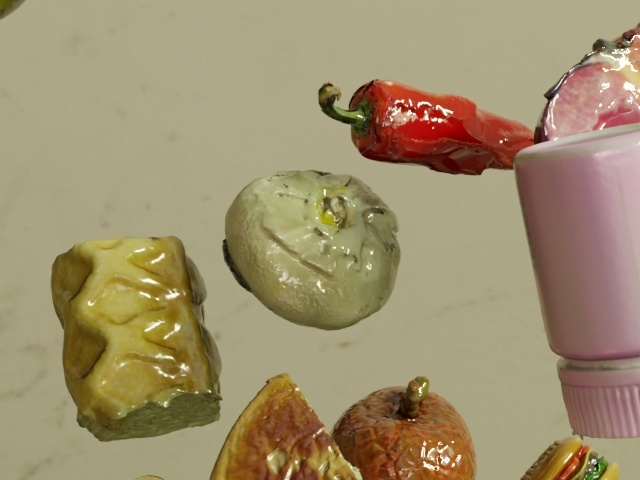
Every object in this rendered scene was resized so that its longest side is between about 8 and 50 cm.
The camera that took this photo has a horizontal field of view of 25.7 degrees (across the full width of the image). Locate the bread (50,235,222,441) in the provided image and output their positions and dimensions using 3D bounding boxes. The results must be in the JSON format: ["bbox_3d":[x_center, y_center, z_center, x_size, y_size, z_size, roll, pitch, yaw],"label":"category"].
[{"bbox_3d":[-0.236,0.133,1.836,0.238,0.196,0.252,64,7,-69],"label":"bread"}]

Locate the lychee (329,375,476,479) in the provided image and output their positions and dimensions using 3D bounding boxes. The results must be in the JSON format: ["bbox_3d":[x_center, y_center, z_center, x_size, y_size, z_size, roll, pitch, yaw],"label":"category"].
[{"bbox_3d":[0.123,0.335,2.171,0.255,0.255,0.300,-108,-169,-68],"label":"lychee"}]

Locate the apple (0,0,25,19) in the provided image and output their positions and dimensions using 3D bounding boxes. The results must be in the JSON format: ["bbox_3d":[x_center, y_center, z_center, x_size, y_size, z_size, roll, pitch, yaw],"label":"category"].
[{"bbox_3d":[-0.438,-0.359,1.713,0.157,0.196,0.196,166,-89,-79],"label":"apple"}]

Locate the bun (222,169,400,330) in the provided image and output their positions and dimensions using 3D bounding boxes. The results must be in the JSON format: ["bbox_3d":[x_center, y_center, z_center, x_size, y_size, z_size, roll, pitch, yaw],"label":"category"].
[{"bbox_3d":[0.000,0.000,1.805,0.141,0.239,0.239,-54,-140,45],"label":"bun"}]

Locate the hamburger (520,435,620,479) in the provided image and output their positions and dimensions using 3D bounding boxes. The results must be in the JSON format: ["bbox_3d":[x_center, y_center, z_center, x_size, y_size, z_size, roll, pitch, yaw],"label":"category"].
[{"bbox_3d":[0.327,0.339,1.880,0.115,0.162,0.162,40,-10,10],"label":"hamburger"}]

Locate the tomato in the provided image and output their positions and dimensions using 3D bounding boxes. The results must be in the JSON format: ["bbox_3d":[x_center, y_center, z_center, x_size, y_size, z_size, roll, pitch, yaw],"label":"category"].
[{"bbox_3d":[0.398,-0.109,1.674,0.289,0.335,0.176,51,-17,1],"label":"tomato"}]

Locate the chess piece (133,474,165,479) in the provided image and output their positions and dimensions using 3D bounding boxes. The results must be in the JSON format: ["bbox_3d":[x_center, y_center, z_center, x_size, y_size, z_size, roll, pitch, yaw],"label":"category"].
[{"bbox_3d":[-0.223,0.373,1.769,0.060,0.060,0.172,-105,-160,-50],"label":"chess piece"}]

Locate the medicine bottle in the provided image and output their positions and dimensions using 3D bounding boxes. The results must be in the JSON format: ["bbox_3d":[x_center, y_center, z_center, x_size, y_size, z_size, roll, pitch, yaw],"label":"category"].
[{"bbox_3d":[0.303,0.036,1.393,0.178,0.178,0.290,-121,-162,-83],"label":"medicine bottle"}]

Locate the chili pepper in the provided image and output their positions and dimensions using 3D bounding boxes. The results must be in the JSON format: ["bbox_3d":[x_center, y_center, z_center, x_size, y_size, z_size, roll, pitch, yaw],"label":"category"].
[{"bbox_3d":[0.148,-0.144,1.813,0.110,0.388,0.110,-19,-112,57],"label":"chili pepper"}]

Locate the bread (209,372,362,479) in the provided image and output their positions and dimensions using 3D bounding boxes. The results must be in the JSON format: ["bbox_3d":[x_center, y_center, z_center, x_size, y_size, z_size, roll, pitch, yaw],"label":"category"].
[{"bbox_3d":[-0.047,0.214,1.314,0.154,0.136,0.054,48,-19,37],"label":"bread"}]
